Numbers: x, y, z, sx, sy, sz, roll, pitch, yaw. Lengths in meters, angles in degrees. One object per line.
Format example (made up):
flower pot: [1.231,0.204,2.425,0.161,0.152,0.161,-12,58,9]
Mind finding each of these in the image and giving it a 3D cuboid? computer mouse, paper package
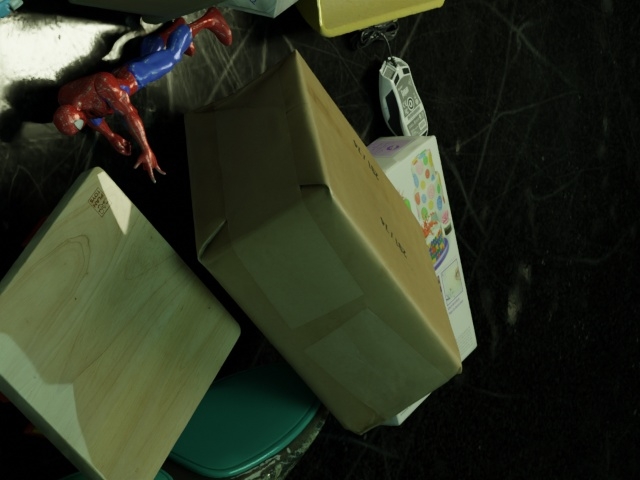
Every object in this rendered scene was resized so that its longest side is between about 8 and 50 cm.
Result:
computer mouse: [0.097,-0.216,2.387,0.106,0.042,0.193,-44,121,-52]
paper package: [0.000,0.000,1.993,0.325,0.168,0.309,51,16,-35]

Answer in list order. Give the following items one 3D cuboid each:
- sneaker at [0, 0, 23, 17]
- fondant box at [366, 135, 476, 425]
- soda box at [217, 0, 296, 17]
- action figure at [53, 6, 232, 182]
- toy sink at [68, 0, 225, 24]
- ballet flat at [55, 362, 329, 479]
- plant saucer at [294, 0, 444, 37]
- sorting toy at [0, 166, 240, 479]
sneaker: [-0.347,-0.247,1.691,0.083,0.071,0.191,59,44,-31]
fondant box: [0.094,0.051,2.342,0.238,0.096,0.330,-38,123,-49]
soda box: [-0.063,-0.327,1.978,0.286,0.091,0.098,-62,165,-73]
action figure: [-0.190,-0.150,1.900,0.280,0.091,0.139,-37,109,-50]
toy sink: [-0.192,-0.326,1.838,0.131,0.234,0.153,5,88,-27]
ballet flat: [-0.175,0.294,1.922,0.483,0.164,0.182,-27,136,-47]
plant saucer: [0.040,-0.452,2.255,0.333,0.081,0.333,-24,112,-54]
sorting toy: [-0.241,0.105,1.797,0.255,0.089,0.257,50,49,-24]
